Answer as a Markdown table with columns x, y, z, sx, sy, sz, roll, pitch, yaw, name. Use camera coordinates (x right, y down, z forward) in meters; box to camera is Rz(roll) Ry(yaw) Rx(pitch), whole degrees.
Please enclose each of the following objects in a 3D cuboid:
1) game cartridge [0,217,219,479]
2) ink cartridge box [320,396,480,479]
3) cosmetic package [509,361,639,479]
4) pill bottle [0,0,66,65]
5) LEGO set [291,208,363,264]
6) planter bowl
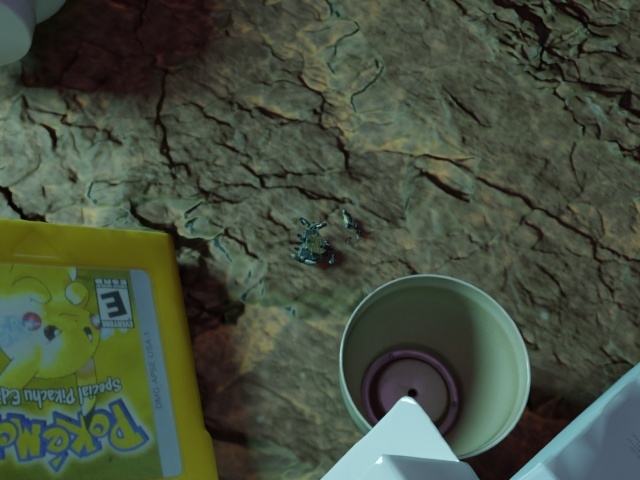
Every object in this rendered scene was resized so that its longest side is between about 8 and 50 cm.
| x | y | z | sx | sy | sz | roll | pitch | yaw | name |
| --- | --- | --- | --- | --- | --- | --- | --- | --- | --- |
| -0.218 | 0.135 | 0.766 | 0.285 | 0.053 | 0.323 | 5 | 60 | -39 | game cartridge |
| 0.060 | 0.288 | 0.643 | 0.207 | 0.119 | 0.353 | -49 | 52 | 17 | ink cartridge box |
| 0.328 | 0.286 | 0.750 | 0.377 | 0.097 | 0.284 | 51 | 35 | 16 | cosmetic package |
| -0.328 | -0.342 | 0.970 | 0.182 | 0.181 | 0.322 | 5 | 65 | -6 | pill bottle |
| 0.002 | 0.002 | 0.949 | 0.083 | 0.023 | 0.054 | -10 | 69 | -27 | LEGO set |
| 0.090 | 0.124 | 0.853 | 0.162 | 0.109 | 0.162 | 3 | 66 | -6 | planter bowl |
